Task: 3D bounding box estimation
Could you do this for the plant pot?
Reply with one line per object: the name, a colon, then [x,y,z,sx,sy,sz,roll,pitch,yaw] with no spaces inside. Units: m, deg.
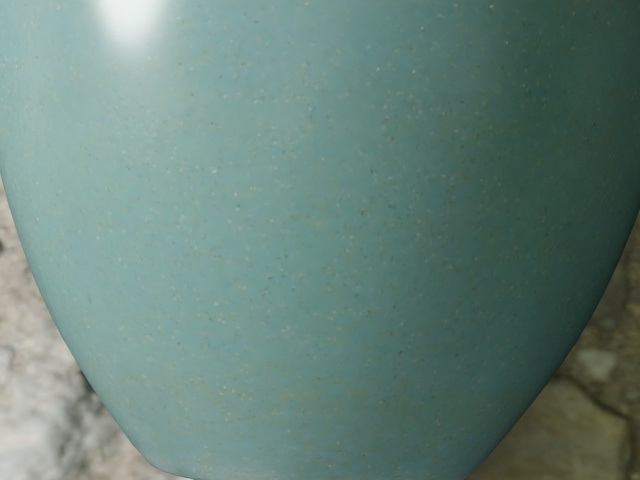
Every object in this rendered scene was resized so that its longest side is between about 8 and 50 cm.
plant pot: [0.000,0.000,0.655,0.290,0.290,0.195,2,89,0]
